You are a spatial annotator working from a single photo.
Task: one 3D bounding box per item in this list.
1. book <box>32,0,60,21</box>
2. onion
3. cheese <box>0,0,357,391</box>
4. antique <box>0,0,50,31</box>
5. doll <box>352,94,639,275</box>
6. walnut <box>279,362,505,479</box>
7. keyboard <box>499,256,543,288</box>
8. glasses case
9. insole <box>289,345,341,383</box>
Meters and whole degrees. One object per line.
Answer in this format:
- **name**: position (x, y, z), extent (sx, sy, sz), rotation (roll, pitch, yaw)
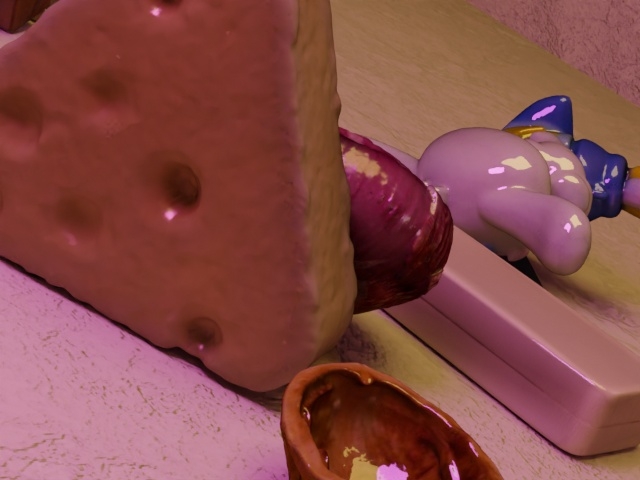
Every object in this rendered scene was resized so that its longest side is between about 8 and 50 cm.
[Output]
- **book**: position (-0.410, -0.351, 1.980), extent (0.161, 0.026, 0.231), rotation (23, 19, -5)
- **onion**: position (0.000, 0.000, 1.301), extent (0.230, 0.230, 0.163), rotation (27, 60, 8)
- **cheese**: position (-0.157, -0.072, 1.197), extent (0.384, 0.384, 0.104), rotation (28, 20, 10)
- **antique**: position (-0.483, -0.376, 1.818), extent (0.310, 0.087, 0.093), rotation (27, 40, 7)
- **doll**: position (0.233, -0.054, 1.724), extent (0.365, 0.187, 0.376), rotation (-9, 40, -43)
- **walnut**: position (0.042, 0.175, 1.024), extent (0.167, 0.087, 0.211), rotation (13, 22, -18)
- **keyboard**: position (0.234, 0.046, 1.722), extent (0.055, 0.014, 0.176), rotation (19, 19, -13)
- **glasses case**: position (0.178, 0.085, 1.453), extent (0.144, 0.076, 0.336), rotation (1, 29, -48)
- **insole**: position (-0.011, 0.100, 1.279), extent (0.081, 0.011, 0.248), rotation (15, 21, -26)
